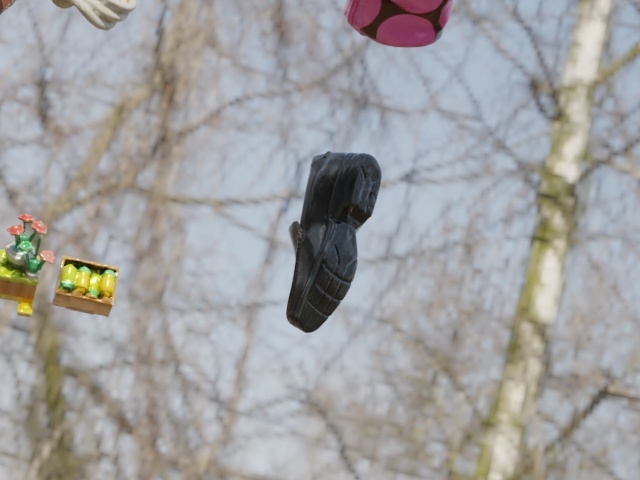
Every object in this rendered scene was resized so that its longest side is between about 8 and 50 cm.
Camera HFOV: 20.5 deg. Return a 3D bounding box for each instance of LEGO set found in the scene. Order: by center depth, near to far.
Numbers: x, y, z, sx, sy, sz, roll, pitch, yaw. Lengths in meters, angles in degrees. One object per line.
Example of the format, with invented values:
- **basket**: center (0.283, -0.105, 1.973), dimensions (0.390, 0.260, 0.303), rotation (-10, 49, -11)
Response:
- **LEGO set**: center (-0.290, -0.030, 1.395), dimensions (0.287, 0.132, 0.107), rotation (30, -56, 16)

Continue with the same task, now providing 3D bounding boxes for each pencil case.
- **pencil case**: center (0.072, -0.247, 1.425), dimensions (0.095, 0.098, 0.209), rotation (44, -34, 28)

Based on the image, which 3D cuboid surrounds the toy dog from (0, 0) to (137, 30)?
- **toy dog**: center (-0.315, -0.261, 1.454), dimensions (0.334, 0.220, 0.161), rotation (38, -67, -22)

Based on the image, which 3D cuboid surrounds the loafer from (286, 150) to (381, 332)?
- **loafer**: center (0.000, 0.000, 1.578), dimensions (0.061, 0.170, 0.062), rotation (11, -18, 30)
